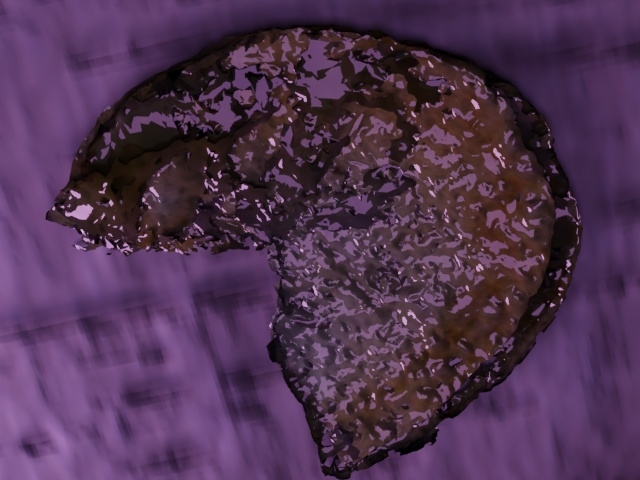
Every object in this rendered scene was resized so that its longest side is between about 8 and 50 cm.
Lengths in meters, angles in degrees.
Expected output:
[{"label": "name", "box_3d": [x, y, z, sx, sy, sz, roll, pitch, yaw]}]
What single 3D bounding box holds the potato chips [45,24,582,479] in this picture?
[{"label": "potato chips", "box_3d": [0.000, -0.002, 0.710, 0.220, 0.029, 0.202, 27, 112, -14]}]
